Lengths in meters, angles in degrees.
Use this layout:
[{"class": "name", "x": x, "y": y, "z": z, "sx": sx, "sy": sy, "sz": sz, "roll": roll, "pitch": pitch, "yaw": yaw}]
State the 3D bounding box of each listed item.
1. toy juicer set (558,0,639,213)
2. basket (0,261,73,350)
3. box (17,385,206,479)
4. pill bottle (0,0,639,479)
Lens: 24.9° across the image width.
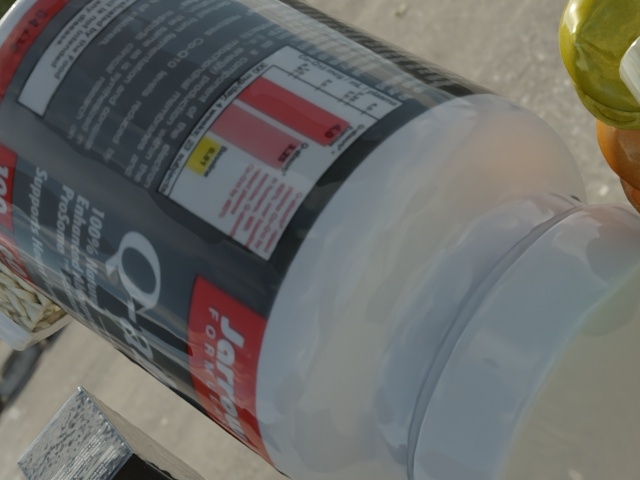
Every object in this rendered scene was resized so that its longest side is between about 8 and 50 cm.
[{"class": "toy juicer set", "x": 0.162, "y": -0.013, "z": 0.458, "sx": 0.089, "sy": 0.209, "sz": 0.329, "roll": -34, "pitch": -2, "yaw": 7}, {"class": "basket", "x": -0.235, "y": -0.020, "z": 1.068, "sx": 0.103, "sy": 0.167, "sz": 0.113, "roll": -55, "pitch": -6, "yaw": 24}, {"class": "box", "x": -0.158, "y": 0.225, "z": 1.246, "sx": 0.093, "sy": 0.156, "sz": 0.158, "roll": -50, "pitch": 29, "yaw": -4}, {"class": "pill bottle", "x": 0.000, "y": 0.000, "z": 0.723, "sx": 0.363, "sy": 0.210, "sz": 0.210, "roll": 31, "pitch": 84, "yaw": 35}]
